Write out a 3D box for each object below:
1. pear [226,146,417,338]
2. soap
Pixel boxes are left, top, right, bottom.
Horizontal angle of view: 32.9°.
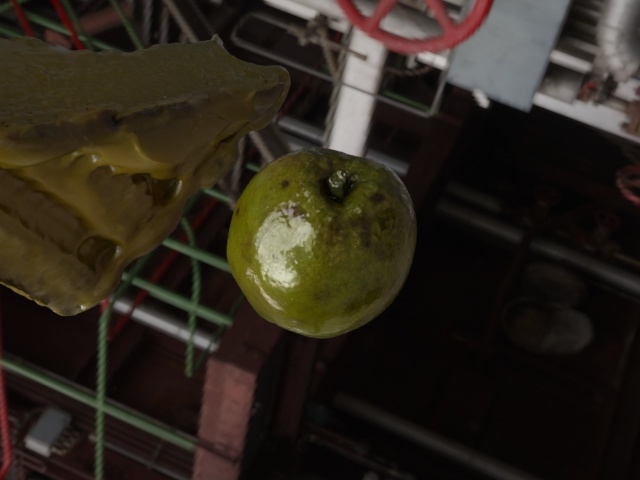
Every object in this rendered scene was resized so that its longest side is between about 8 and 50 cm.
[{"bbox_3d":[0.000,0.000,0.620,0.107,0.107,0.131,-59,-8,-41],"label":"pear"},{"bbox_3d":[-0.208,-0.119,0.872,0.304,0.169,0.339,-48,-26,-2],"label":"soap"}]
